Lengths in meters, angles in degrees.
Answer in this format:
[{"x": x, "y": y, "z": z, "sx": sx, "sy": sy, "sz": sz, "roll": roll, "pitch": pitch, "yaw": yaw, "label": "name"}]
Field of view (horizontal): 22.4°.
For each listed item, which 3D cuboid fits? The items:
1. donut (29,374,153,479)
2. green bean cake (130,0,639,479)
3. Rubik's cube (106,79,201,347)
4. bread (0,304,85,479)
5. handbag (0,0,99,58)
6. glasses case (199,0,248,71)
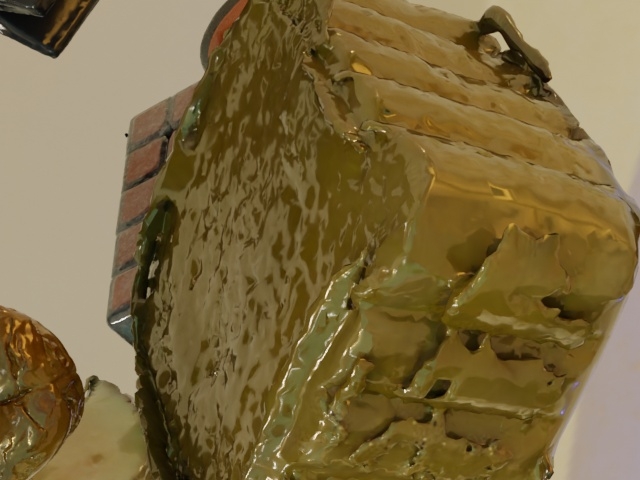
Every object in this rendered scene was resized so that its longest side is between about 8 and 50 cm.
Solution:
[{"x": -0.273, "y": 0.224, "z": 1.117, "sx": 0.371, "sy": 0.307, "sz": 0.150, "roll": -6, "pitch": -66, "yaw": -8, "label": "donut"}, {"x": 0.017, "y": 0.021, "z": 0.669, "sx": 0.131, "sy": 0.229, "sz": 0.224, "roll": 12, "pitch": -61, "yaw": -25, "label": "green bean cake"}, {"x": 0.000, "y": 0.000, "z": 1.265, "sx": 0.237, "sy": 0.237, "sz": 0.238, "roll": 44, "pitch": -147, "yaw": -36, "label": "Rubik's cube"}, {"x": -0.138, "y": 0.065, "z": 0.672, "sx": 0.046, "sy": 0.081, "sz": 0.083, "roll": -25, "pitch": -63, "yaw": -74, "label": "bread"}, {"x": -0.302, "y": -0.264, "z": 1.240, "sx": 0.118, "sy": 0.326, "sz": 0.269, "roll": 84, "pitch": -149, "yaw": -58, "label": "handbag"}, {"x": -0.027, "y": -0.137, "z": 1.541, "sx": 0.103, "sy": 0.067, "sz": 0.266, "roll": -50, "pitch": -40, "yaw": -8, "label": "glasses case"}]
